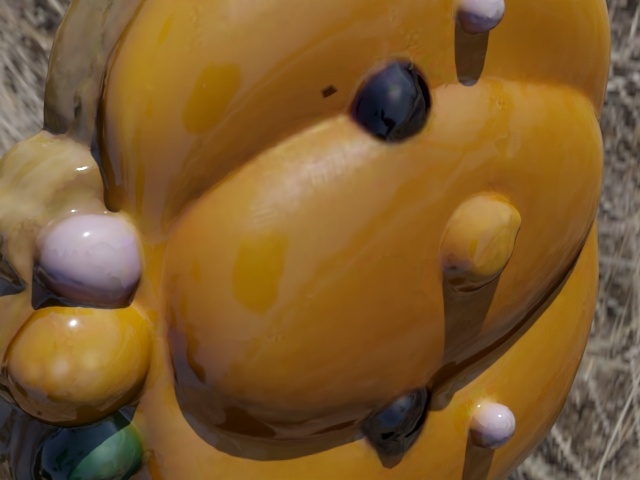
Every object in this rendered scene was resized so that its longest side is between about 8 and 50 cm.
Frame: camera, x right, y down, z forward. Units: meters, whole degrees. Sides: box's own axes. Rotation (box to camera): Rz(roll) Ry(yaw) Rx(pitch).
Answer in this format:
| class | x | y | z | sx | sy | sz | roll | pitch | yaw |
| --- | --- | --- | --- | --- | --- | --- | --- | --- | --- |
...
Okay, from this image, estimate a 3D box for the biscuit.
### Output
| class | x | y | z | sx | sy | sz | roll | pitch | yaw |
| --- | --- | --- | --- | --- | --- | --- | --- | --- | --- |
| biscuit | 0.003 | 0.001 | 0.390 | 0.050 | 0.170 | 0.170 | 23 | 78 | 44 |
